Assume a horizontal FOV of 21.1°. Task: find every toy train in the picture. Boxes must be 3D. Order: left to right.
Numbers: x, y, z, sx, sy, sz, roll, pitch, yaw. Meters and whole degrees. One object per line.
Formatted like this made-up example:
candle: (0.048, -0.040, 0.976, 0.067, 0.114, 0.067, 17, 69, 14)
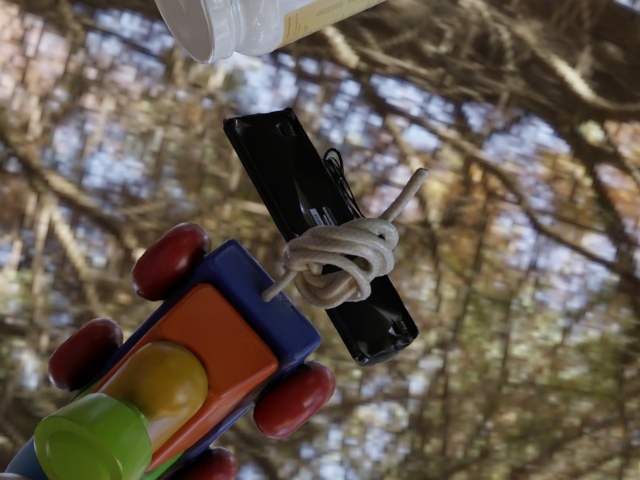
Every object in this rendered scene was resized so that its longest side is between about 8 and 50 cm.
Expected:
toy train: (-0.063, 0.060, 0.732, 0.105, 0.143, 0.248, 48, -48, 2)

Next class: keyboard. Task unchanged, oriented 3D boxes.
keyboard: (0.000, 0.000, 1.157, 0.038, 0.100, 0.192, -38, -106, 37)

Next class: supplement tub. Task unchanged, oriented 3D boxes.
supplement tub: (-0.030, -0.237, 1.397, 0.144, 0.200, 0.144, 52, -23, 32)
